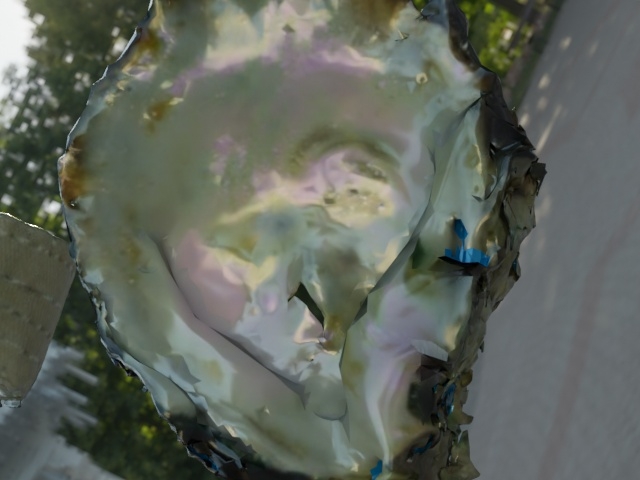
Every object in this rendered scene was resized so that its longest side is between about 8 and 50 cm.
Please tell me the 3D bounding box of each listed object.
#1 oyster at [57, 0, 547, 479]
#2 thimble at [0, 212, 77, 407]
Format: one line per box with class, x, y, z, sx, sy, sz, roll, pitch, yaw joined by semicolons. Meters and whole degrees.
oyster;0.001;0.000;0.497;0.198;0.260;0.092;-24;-17;5
thimble;-0.196;0.032;0.638;0.115;0.102;0.090;-3;64;47
